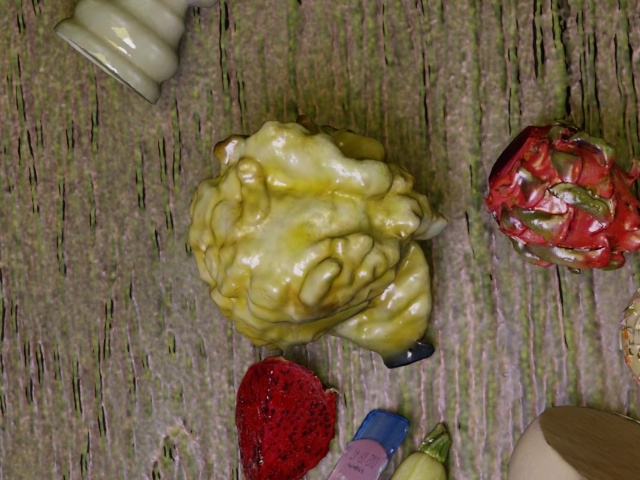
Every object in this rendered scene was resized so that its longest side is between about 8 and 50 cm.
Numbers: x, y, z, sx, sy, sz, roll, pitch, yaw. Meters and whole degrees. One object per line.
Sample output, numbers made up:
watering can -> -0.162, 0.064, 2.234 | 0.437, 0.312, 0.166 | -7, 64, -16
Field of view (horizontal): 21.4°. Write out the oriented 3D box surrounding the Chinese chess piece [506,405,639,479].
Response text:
Chinese chess piece -> 0.314, 0.271, 1.759 | 0.251, 0.251, 0.097 | 25, 109, 10

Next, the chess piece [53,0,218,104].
chess piece -> -0.173, -0.297, 1.931 | 0.144, 0.144, 0.251 | 36, 88, 9

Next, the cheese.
cheese -> 0.006, 0.310, 1.860 | 0.074, 0.189, 0.286 | 38, 76, -25

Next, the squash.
squash -> 0.095, 0.308, 1.886 | 0.094, 0.094, 0.224 | 21, 82, 10

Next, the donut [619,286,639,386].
donut -> 0.391, 0.093, 1.802 | 0.174, 0.068, 0.174 | -25, 50, 33

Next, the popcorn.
popcorn -> -0.003, -0.008, 1.828 | 0.293, 0.293, 0.237 | -12, 67, 9

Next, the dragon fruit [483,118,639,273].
dragon fruit -> 0.276, -0.046, 1.839 | 0.172, 0.160, 0.166 | 39, 57, -5

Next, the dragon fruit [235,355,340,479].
dragon fruit -> -0.040, 0.198, 1.911 | 0.106, 0.083, 0.162 | -3, 103, -32
